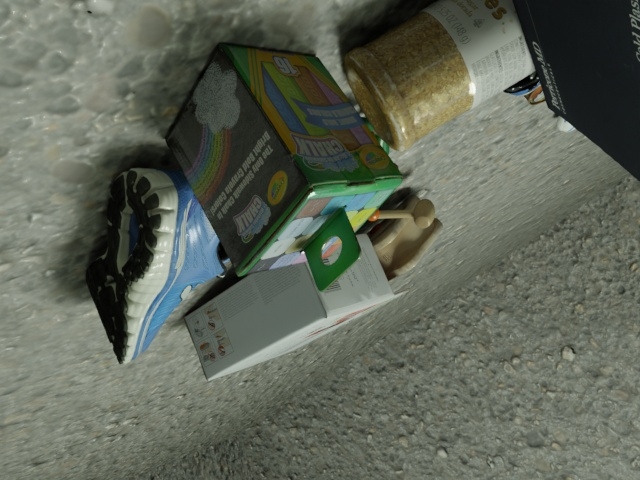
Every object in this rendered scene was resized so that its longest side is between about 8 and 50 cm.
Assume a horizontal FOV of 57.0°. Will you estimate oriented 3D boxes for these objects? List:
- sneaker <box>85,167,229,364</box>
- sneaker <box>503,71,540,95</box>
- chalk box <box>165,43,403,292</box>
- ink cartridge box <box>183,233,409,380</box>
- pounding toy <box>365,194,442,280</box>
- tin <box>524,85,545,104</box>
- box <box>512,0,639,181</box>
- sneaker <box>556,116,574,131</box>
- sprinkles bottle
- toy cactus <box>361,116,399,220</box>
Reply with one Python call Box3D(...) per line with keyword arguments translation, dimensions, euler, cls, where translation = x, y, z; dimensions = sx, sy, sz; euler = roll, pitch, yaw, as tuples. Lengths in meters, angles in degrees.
Box3D(translation=(-0.179, 0.038, 0.700), dimensions=(0.147, 0.129, 0.330), euler=(-13, 155, -38), cls="sneaker")
Box3D(translation=(0.321, -0.261, 0.832), dimensions=(0.152, 0.058, 0.085), euler=(-37, 171, 36), cls="sneaker")
Box3D(translation=(-0.025, -0.057, 0.555), dimensions=(0.132, 0.213, 0.132), euler=(-12, 154, -47), cls="chalk box")
Box3D(translation=(-0.039, 0.115, 1.065), dimensions=(0.309, 0.130, 0.272), euler=(-32, 165, 34), cls="ink cartridge box")
Box3D(translation=(0.121, -0.026, 1.118), dimensions=(0.269, 0.155, 0.154), euler=(-35, -167, 42), cls="pounding toy")
Box3D(translation=(0.388, -0.287, 0.912), dimensions=(0.106, 0.040, 0.189), euler=(-12, 154, -37), cls="tin")
Box3D(translation=(0.276, -0.177, 0.390), dimensions=(0.179, 0.312, 0.343), euler=(-35, 136, 8), cls="box")
Box3D(translation=(0.581, -0.267, 1.131), dimensions=(0.240, 0.126, 0.091), euler=(-43, 159, 31), cls="sneaker")
Box3D(translation=(0.203, -0.230, 0.617), dimensions=(0.355, 0.121, 0.121), euler=(-31, 162, -1), cls="sprinkles bottle")
Box3D(translation=(0.059, -0.120, 0.740), dimensions=(0.180, 0.112, 0.219), euler=(-47, 150, 14), cls="toy cactus")
